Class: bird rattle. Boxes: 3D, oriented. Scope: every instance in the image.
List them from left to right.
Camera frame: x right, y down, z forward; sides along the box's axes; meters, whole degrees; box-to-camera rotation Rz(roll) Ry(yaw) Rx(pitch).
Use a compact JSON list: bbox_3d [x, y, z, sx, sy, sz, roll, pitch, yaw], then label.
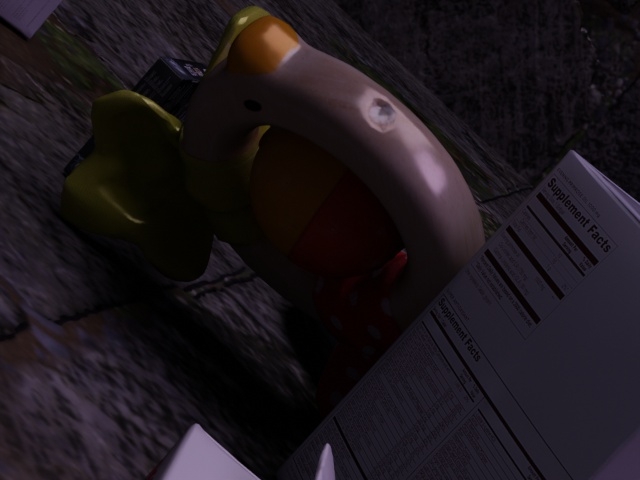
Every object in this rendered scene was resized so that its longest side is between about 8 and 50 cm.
[{"bbox_3d":[0.000,0.000,0.855,0.253,0.143,0.207,48,-26,10],"label":"bird rattle"}]

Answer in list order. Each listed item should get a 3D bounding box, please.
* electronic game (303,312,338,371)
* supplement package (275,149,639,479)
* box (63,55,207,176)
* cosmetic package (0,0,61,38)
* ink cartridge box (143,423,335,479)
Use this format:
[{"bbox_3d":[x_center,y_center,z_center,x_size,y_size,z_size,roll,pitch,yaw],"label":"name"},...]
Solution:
[{"bbox_3d":[0.077,0.097,1.049,0.229,0.048,0.229,40,12,-10],"label":"electronic game"},{"bbox_3d":[0.131,0.112,0.788,0.194,0.203,0.149,33,14,-34],"label":"supplement package"},{"bbox_3d":[-0.095,-0.062,0.970,0.018,0.083,0.067,45,13,9],"label":"box"},{"bbox_3d":[-0.227,-0.225,1.185,0.099,0.060,0.239,34,14,-31],"label":"cosmetic package"},{"bbox_3d":[-0.034,0.117,0.388,0.090,0.143,0.092,41,12,-4],"label":"ink cartridge box"}]
